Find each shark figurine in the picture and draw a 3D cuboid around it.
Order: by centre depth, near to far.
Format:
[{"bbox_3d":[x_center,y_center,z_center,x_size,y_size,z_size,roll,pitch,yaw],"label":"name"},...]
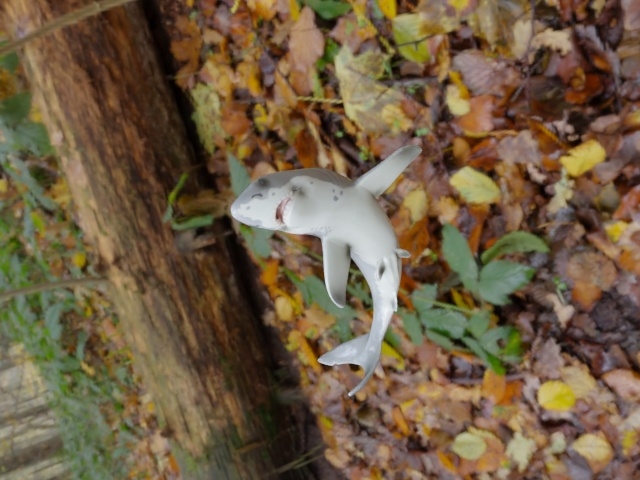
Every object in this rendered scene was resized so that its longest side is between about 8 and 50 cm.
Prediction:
[{"bbox_3d":[0.020,0.005,0.672,0.116,0.166,0.278,32,157,43],"label":"shark figurine"}]
